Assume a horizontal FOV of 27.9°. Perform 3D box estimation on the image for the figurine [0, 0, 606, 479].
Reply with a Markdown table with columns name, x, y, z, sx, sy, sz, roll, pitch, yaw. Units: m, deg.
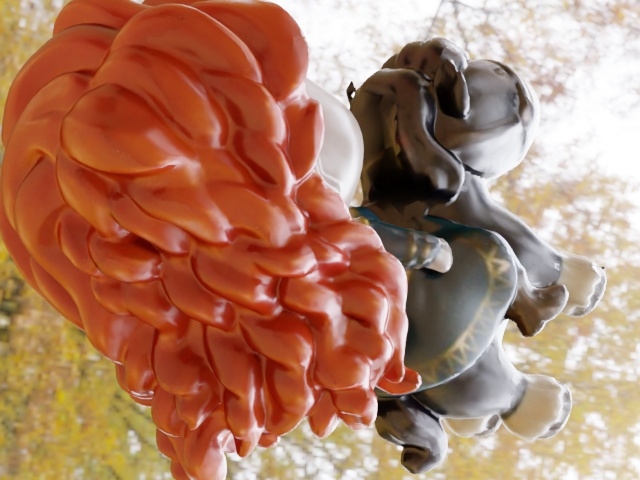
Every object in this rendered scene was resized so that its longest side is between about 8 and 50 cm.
| name | x | y | z | sx | sy | sz | roll | pitch | yaw |
| --- | --- | --- | --- | --- | --- | --- | --- | --- | --- |
| figurine | 0.009 | -0.005 | 0.806 | 0.241 | 0.412 | 0.306 | 16 | -76 | 56 |
